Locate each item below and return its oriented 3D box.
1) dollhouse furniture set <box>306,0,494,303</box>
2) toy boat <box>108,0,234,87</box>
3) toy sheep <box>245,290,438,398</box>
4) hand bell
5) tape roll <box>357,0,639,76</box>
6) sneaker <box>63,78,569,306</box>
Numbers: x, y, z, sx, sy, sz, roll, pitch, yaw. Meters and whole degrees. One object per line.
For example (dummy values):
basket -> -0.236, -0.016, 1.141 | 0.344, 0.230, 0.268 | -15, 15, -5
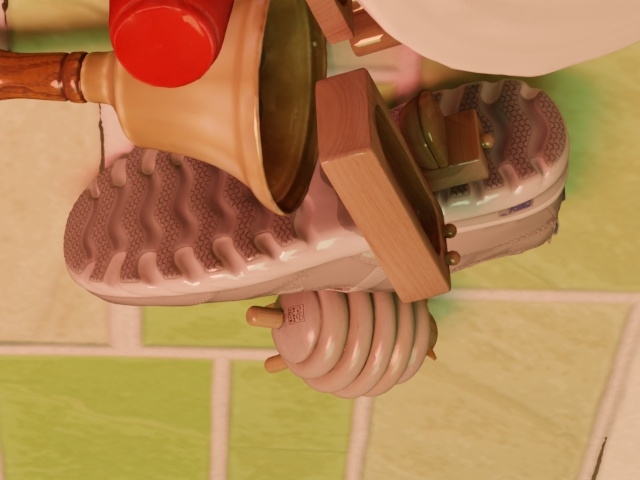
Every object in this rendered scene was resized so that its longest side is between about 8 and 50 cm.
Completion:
dollhouse furniture set -> 0.069, -0.083, 0.835 | 0.123, 0.151, 0.144 | -15, 140, 15
toy boat -> -0.155, -0.191, 0.726 | 0.318, 0.148, 0.267 | 37, 123, -27
toy sheep -> 0.013, 0.052, 1.046 | 0.132, 0.091, 0.091 | 2, 144, -34
hand bell -> -0.128, -0.081, 0.892 | 0.242, 0.126, 0.126 | 3, 142, 15
tape roll -> 0.100, -0.199, 0.627 | 0.286, 0.100, 0.286 | -24, 143, -20
sneaker -> 0.000, 0.000, 0.968 | 0.281, 0.105, 0.115 | -8, 145, 11
